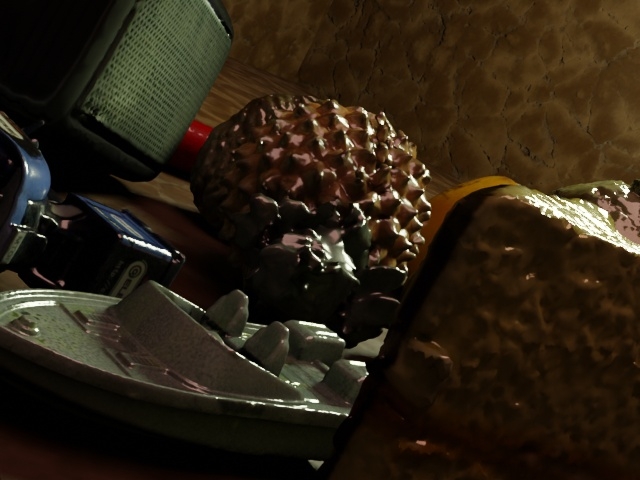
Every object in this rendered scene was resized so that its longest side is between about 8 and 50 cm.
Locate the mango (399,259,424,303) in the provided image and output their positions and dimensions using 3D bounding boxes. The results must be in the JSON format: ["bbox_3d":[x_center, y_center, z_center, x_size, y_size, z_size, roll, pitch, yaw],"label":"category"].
[{"bbox_3d":[0.159,0.115,1.128,0.251,0.114,0.156,-114,-178,-49],"label":"mango"}]

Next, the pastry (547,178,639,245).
[{"bbox_3d":[0.287,0.098,1.144,0.136,0.329,0.329,-16,24,-11],"label":"pastry"}]

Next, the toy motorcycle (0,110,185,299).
[{"bbox_3d":[-0.280,-0.059,0.888,0.358,0.125,0.213,37,6,35],"label":"toy motorcycle"}]

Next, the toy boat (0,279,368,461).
[{"bbox_3d":[-0.088,0.078,0.757,0.320,0.092,0.141,15,14,-45],"label":"toy boat"}]

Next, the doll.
[{"bbox_3d":[0.215,0.040,1.523,0.213,0.214,0.236,-41,112,-79],"label":"doll"}]

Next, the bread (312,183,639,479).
[{"bbox_3d":[0.088,0.092,0.689,0.236,0.263,0.198,19,11,-35],"label":"bread"}]

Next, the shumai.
[{"bbox_3d":[-0.043,-0.066,1.389,0.175,0.206,0.166,63,9,-61],"label":"shumai"}]

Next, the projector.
[{"bbox_3d":[-0.324,-0.249,1.185,0.395,0.242,0.405,30,-2,6],"label":"projector"}]

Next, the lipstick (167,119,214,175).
[{"bbox_3d":[-0.195,-0.133,1.539,0.241,0.080,0.080,22,12,-31],"label":"lipstick"}]

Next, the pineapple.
[{"bbox_3d":[0.000,0.002,1.106,0.223,0.222,0.357,26,22,-8],"label":"pineapple"}]
